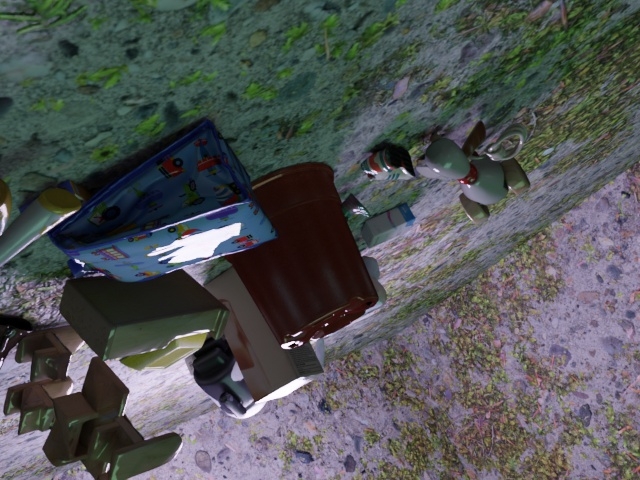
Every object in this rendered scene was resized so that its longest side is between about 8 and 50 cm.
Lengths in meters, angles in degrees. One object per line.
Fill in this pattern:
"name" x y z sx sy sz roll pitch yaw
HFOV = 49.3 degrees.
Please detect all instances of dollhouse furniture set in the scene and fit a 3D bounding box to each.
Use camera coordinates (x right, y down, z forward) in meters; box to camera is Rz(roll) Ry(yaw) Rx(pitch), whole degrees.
"dollhouse furniture set" -0.374 0.267 1.332 0.256 0.362 0.394 -5 123 -49

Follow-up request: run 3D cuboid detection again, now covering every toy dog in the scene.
"toy dog" 0.324 -0.172 1.516 0.220 0.161 0.334 -26 149 6

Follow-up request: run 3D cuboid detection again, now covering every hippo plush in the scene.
"hippo plush" -0.005 0.110 1.775 0.294 0.234 0.236 -44 131 4

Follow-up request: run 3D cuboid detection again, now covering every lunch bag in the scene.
"lunch bag" -0.234 -0.017 1.030 0.293 0.138 0.221 -28 165 0

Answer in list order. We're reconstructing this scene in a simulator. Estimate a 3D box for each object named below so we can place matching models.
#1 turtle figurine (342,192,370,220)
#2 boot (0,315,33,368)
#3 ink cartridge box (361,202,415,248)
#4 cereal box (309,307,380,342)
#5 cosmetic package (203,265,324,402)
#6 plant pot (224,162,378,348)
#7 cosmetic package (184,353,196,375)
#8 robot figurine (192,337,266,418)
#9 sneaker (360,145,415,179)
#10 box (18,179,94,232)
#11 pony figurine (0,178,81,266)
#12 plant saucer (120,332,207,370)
"turtle figurine" 0.000 0.000 1.492 0.234 0.118 0.175 -43 -168 3
"boot" -0.642 0.195 1.186 0.207 0.090 0.248 -45 156 9
"ink cartridge box" 0.171 -0.036 1.776 0.122 0.052 0.088 -25 163 -14
"cereal box" 0.026 0.169 1.958 0.240 0.173 0.047 -25 163 -12
"cosmetic package" -0.130 0.205 1.599 0.129 0.296 0.153 -32 162 19
"plant pot" -0.037 0.041 1.300 0.272 0.265 0.272 -26 164 -8
"cosmetic package" -0.363 0.382 2.186 0.041 0.060 0.115 -38 162 31
"robot figurine" -0.274 0.415 2.104 0.173 0.278 0.209 -4 -137 40
"sneaker" 0.133 -0.148 1.395 0.075 0.057 0.161 -16 171 25
"box" -0.354 -0.040 0.973 0.081 0.028 0.136 -29 162 2
"pony figurine" -0.483 0.076 0.771 0.363 0.303 0.351 -51 164 22
"plant saucer" -0.414 0.302 1.889 0.188 0.045 0.188 -31 164 12
